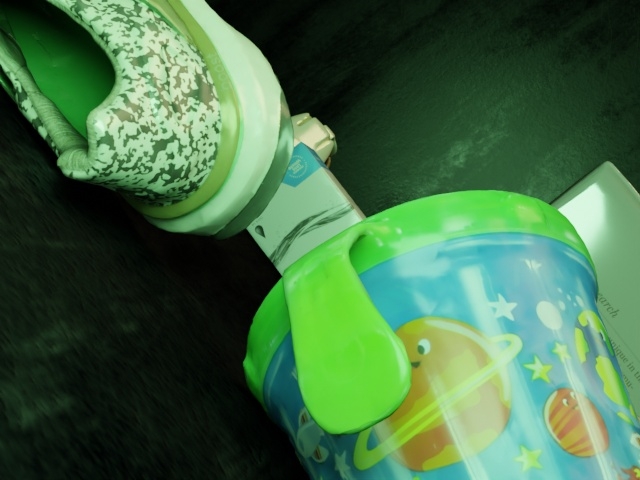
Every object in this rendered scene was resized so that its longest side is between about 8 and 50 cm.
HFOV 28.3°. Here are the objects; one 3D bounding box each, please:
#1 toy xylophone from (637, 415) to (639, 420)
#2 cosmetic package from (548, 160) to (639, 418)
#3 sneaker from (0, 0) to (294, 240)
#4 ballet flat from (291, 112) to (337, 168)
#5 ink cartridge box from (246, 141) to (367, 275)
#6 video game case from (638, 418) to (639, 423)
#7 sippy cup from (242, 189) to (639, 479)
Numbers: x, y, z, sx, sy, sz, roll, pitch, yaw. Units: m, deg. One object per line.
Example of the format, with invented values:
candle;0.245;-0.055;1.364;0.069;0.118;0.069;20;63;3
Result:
toy xylophone;0.277;0.211;1.649;0.323;0.236;0.081;55;-11;28
cosmetic package;0.362;0.137;1.902;0.327;0.393;0.329;52;5;6
sneaker;-0.188;-0.175;0.829;0.410;0.158;0.182;49;21;22
ballet flat;-0.037;-0.096;1.547;0.116;0.124;0.342;52;6;4
ink cartridge box;0.000;0.000;1.320;0.180;0.104;0.060;52;5;11
video game case;0.229;0.257;0.987;0.275;0.035;0.248;-15;55;-41
sippy cup;0.094;0.127;0.763;0.305;0.240;0.224;2;48;-29
